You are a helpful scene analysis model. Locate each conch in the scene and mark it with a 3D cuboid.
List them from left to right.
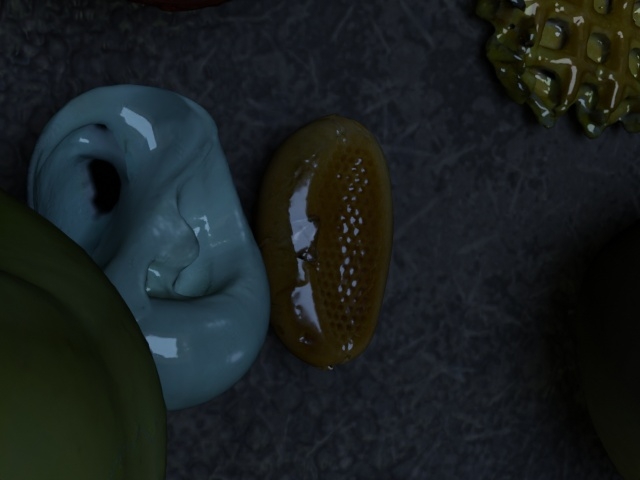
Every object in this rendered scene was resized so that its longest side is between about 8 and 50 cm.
[{"bbox_3d":[-0.122,0.007,0.779,0.185,0.121,0.221,16,59,-56],"label":"conch"}]

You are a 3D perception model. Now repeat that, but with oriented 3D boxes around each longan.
[{"bbox_3d":[0.339,0.096,0.915,0.297,0.297,0.297,-1,92,-23],"label":"longan"}]

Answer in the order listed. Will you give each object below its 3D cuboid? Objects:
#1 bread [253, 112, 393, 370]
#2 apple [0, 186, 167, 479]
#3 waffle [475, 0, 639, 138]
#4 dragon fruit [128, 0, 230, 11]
[{"bbox_3d":[0.000,0.000,0.869,0.114,0.077,0.189,6,88,-43],"label":"bread"},{"bbox_3d":[-0.315,0.122,0.548,0.474,0.474,0.473,-1,92,-23],"label":"apple"},{"bbox_3d":[0.234,-0.231,0.968,0.262,0.060,0.280,-36,105,-18],"label":"waffle"},{"bbox_3d":[-0.102,-0.287,0.706,0.302,0.296,0.295,3,91,-52],"label":"dragon fruit"}]
